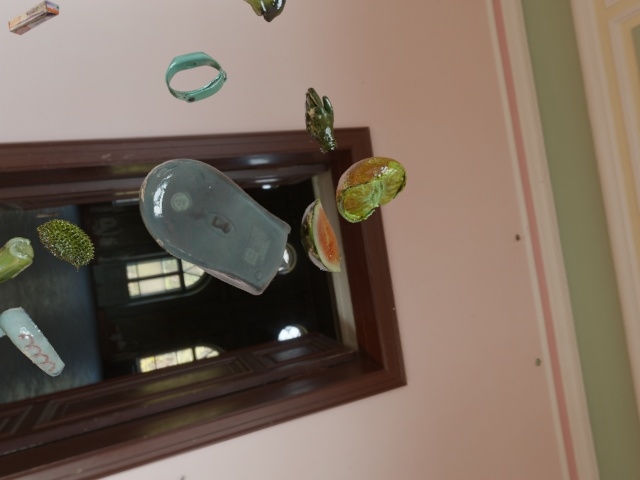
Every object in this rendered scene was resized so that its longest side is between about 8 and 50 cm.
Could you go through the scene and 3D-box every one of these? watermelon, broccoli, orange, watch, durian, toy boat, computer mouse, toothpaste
[{"bbox_3d":[0.005,-0.001,1.294,0.063,0.119,0.244,-3,-70,50],"label":"watermelon"},{"bbox_3d":[-0.727,0.088,0.932,0.165,0.304,0.145,49,20,-28],"label":"broccoli"},{"bbox_3d":[0.203,-0.228,1.872,0.196,0.335,0.262,39,-20,40],"label":"orange"},{"bbox_3d":[-0.495,-0.652,1.716,0.068,0.237,0.195,108,-37,-72],"label":"watch"},{"bbox_3d":[-0.967,0.018,1.652,0.220,0.137,0.095,55,6,-29],"label":"durian"},{"bbox_3d":[-0.732,0.259,1.080,0.134,0.079,0.207,22,-43,38],"label":"toy boat"},{"bbox_3d":[-0.208,-0.021,0.888,0.122,0.371,0.188,3,-114,47],"label":"computer mouse"},{"bbox_3d":[-0.923,-0.715,1.391,0.197,0.047,0.040,-9,-89,24],"label":"toothpaste"}]

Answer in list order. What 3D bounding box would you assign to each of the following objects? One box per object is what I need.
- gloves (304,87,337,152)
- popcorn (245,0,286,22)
[{"bbox_3d":[-0.004,-0.490,1.759,0.107,0.136,0.267,-63,133,-84],"label":"gloves"},{"bbox_3d":[-0.173,-0.563,0.701,0.237,0.293,0.292,34,-43,18],"label":"popcorn"}]
